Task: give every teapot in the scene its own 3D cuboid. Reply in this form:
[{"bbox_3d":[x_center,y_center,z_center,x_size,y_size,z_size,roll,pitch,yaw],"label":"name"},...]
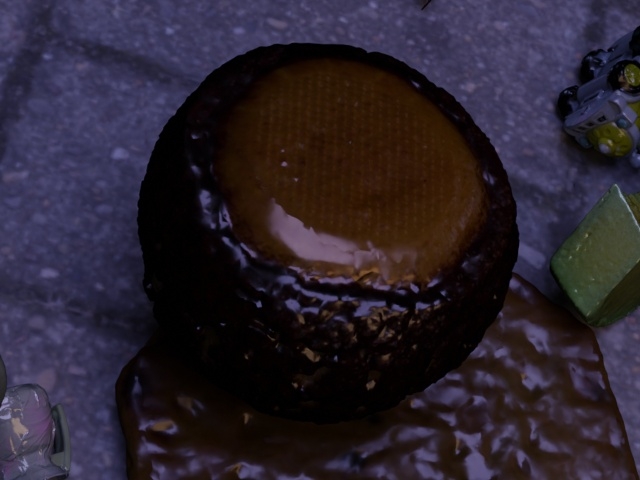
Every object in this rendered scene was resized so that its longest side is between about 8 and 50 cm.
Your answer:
[{"bbox_3d":[-0.181,0.125,1.150,0.083,0.064,0.064,-7,68,-55],"label":"teapot"}]

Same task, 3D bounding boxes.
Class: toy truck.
[{"bbox_3d":[0.230,-0.103,1.395,0.077,0.076,0.111,43,58,-14],"label":"toy truck"}]

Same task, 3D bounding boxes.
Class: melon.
[{"bbox_3d":[0.231,-0.010,1.312,0.064,0.118,0.209,45,39,16],"label":"melon"}]

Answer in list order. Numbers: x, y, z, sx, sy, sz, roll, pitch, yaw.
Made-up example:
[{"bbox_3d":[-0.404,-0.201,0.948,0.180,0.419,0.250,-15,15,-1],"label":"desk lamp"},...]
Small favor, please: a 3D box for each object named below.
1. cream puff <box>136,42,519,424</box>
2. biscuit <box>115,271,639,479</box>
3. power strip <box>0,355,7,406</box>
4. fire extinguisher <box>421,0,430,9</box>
[{"bbox_3d":[0.000,0.000,1.155,0.239,0.165,0.239,8,55,-12],"label":"cream puff"},{"bbox_3d":[0.040,0.140,1.212,0.359,0.046,0.359,7,61,-13],"label":"biscuit"},{"bbox_3d":[-0.344,0.074,0.949,0.357,0.357,0.161,-22,72,-26],"label":"power strip"},{"bbox_3d":[0.055,-0.235,1.429,0.056,0.039,0.132,-34,76,-20],"label":"fire extinguisher"}]
